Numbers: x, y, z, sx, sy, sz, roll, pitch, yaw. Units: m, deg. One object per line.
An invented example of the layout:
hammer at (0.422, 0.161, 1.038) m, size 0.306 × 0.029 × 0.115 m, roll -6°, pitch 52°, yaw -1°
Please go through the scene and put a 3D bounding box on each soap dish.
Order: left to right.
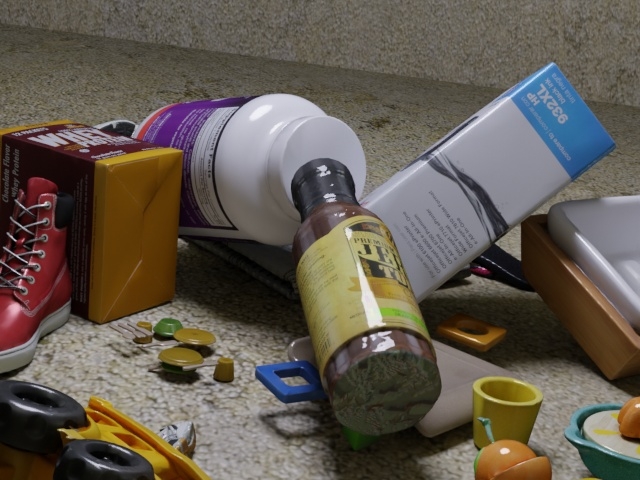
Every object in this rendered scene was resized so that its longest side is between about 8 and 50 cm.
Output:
soap dish at (0.401, 0.052, 1.531) m, size 0.291 × 0.118 × 0.229 m, roll -6°, pitch 44°, yaw -34°

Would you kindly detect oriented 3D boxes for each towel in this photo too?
towel at (0.000, 0.000, 1.770) m, size 0.312 × 0.056 × 0.324 m, roll -6°, pitch 20°, yaw -35°

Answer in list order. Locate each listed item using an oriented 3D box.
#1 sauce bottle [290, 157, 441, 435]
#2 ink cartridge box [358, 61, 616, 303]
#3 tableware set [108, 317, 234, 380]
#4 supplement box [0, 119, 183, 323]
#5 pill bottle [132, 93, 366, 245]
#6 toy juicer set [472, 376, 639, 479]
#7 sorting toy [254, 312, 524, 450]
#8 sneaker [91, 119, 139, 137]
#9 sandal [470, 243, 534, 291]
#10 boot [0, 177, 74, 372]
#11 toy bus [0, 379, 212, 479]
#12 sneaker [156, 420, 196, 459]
sauce bottle at (0.029, 0.037, 1.263) m, size 0.111 × 0.111 × 0.344 m, roll 2°, pitch 38°, yaw -15°
ink cartridge box at (0.168, -0.058, 1.523) m, size 0.307 × 0.129 × 0.223 m, roll -38°, pitch 3°, yaw -8°
tableware set at (-0.152, 0.119, 1.375) m, size 0.104 × 0.024 × 0.154 m, roll -5°, pitch 19°, yaw -43°
supplement box at (-0.284, -0.029, 1.519) m, size 0.194 × 0.191 × 0.129 m, roll 16°, pitch 20°, yaw 32°
pill bottle at (-0.093, -0.086, 1.558) m, size 0.181 × 0.181 × 0.323 m, roll -7°, pitch 6°, yaw -38°
toy juicer set at (0.294, 0.199, 1.151) m, size 0.329 × 0.089 × 0.209 m, roll 10°, pitch 17°, yaw 9°
sorting toy at (0.090, 0.147, 1.331) m, size 0.196 × 0.047 × 0.348 m, roll 26°, pitch 25°, yaw 38°
sneaker at (-0.416, -0.099, 1.877) m, size 0.147 × 0.129 × 0.330 m, roll -4°, pitch 8°, yaw 42°
sandal at (0.237, 0.033, 1.795) m, size 0.179 × 0.040 × 0.067 m, roll 35°, pitch 35°, yaw 31°
boot at (-0.325, 0.030, 1.337) m, size 0.088 × 0.176 × 0.244 m, roll 10°, pitch 18°, yaw 6°
toy bus at (-0.149, 0.202, 0.926) m, size 0.220 × 0.149 × 0.211 m, roll 24°, pitch 8°, yaw 40°
sneaker at (-0.135, 0.189, 1.139) m, size 0.037 × 0.032 × 0.083 m, roll -7°, pitch 11°, yaw 4°
